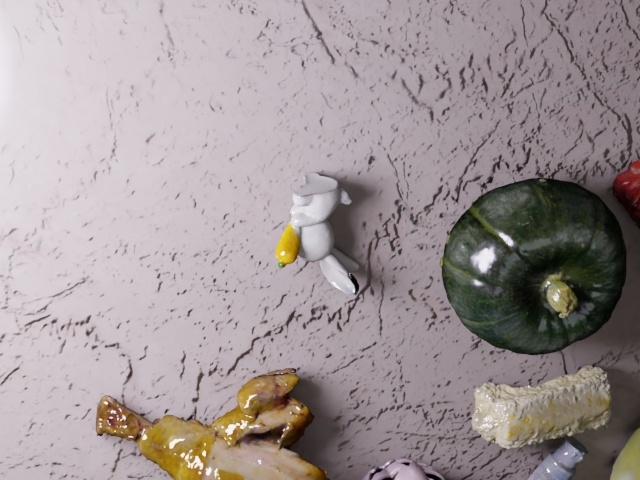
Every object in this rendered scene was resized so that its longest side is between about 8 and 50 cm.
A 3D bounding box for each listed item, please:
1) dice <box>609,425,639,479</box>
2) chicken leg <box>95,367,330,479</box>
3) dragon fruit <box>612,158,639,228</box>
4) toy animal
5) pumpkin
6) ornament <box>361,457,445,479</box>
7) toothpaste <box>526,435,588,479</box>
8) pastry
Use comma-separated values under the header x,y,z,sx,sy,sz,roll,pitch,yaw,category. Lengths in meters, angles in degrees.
x,y,z,sx,sy,sz,roll,pitch,yaw,category
0.673,0.462,1.986,0.227,0.238,0.233,23,99,-21,dice
-0.152,0.316,1.776,0.409,0.182,0.295,26,89,-5,chicken leg
0.632,-0.004,1.881,0.330,0.302,0.240,28,130,-6,dragon fruit
0.000,0.000,1.722,0.127,0.131,0.181,4,117,5,toy animal
0.344,0.047,1.782,0.300,0.207,0.300,-4,116,-9,pumpkin
0.145,0.463,1.880,0.178,0.177,0.177,-5,108,-14,ornament
0.397,0.459,2.012,0.089,0.057,0.234,27,105,-19,toothpaste
0.391,0.290,1.940,0.258,0.089,0.121,-6,96,-17,pastry
